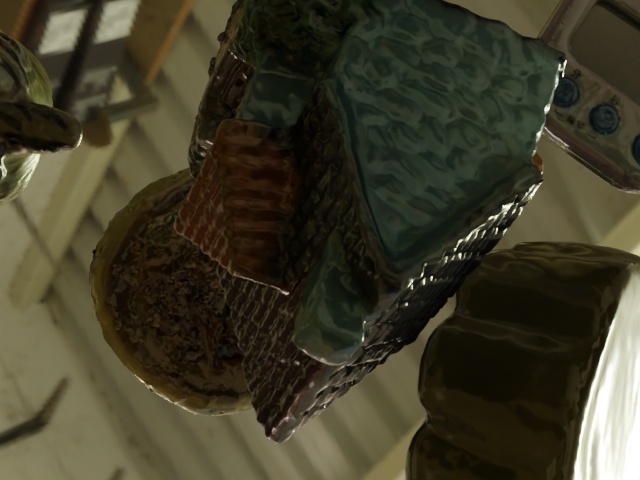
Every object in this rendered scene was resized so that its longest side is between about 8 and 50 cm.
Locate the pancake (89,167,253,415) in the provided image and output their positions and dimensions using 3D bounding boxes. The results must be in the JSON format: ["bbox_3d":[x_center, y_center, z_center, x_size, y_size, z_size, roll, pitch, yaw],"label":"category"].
[{"bbox_3d":[-0.117,0.055,1.830,0.065,0.356,0.356,2,-70,59],"label":"pancake"}]

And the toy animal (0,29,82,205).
[{"bbox_3d":[-0.166,-0.056,0.634,0.137,0.098,0.098,9,-65,58],"label":"toy animal"}]

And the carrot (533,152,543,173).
[{"bbox_3d":[0.236,-0.046,1.830,0.042,0.042,0.171,50,-43,23],"label":"carrot"}]

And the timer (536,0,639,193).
[{"bbox_3d":[0.313,-0.159,1.470,0.208,0.191,0.069,34,-13,-5],"label":"timer"}]

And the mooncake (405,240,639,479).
[{"bbox_3d":[0.244,0.183,1.552,0.201,0.378,0.378,9,-64,28],"label":"mooncake"}]

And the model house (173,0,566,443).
[{"bbox_3d":[0.000,0.000,1.264,0.297,0.339,0.360,22,-37,-9],"label":"model house"}]
